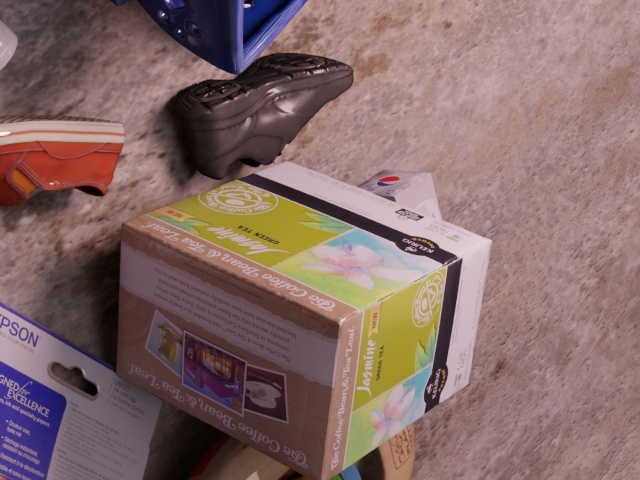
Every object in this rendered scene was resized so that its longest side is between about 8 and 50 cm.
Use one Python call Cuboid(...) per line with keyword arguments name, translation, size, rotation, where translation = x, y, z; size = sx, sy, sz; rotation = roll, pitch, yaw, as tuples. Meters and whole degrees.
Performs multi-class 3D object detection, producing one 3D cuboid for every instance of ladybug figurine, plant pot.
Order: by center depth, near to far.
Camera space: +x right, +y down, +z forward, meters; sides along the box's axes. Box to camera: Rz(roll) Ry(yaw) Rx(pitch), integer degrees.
Cuboid(name="plant pot", translation=(-0.122, -0.366, 1.411), size=(0.236, 0.212, 0.236), rotation=(-54, 160, -36))
Cuboid(name="ladybug figurine", translation=(-0.044, 0.345, 1.730), size=(0.449, 0.162, 0.305), rotation=(-32, 117, -38))

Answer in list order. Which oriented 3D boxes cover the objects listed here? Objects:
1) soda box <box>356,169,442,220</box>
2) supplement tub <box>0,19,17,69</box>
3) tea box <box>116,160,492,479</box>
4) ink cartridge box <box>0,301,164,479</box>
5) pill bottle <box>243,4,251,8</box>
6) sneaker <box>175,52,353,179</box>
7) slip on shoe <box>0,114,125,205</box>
Cuboid(name="soda box", translation=(0.137, 0.039, 1.921), size=(0.091, 0.098, 0.286), rotation=(-34, 118, -38))
Cuboid(name="supplement tub", translation=(-0.388, -0.231, 1.365), size=(0.107, 0.071, 0.071), rotation=(43, 65, -41))
Cuboid(name="tea box", translation=(-0.022, 0.082, 1.549), size=(0.323, 0.329, 0.220), rotation=(-27, 130, -48))
Cuboid(name="ink cartridge box", translation=(-0.334, 0.269, 1.474), size=(0.303, 0.072, 0.307), rotation=(39, 49, -41))
Cuboid(name="pill bottle", translation=(-0.108, -0.353, 1.608), size=(0.108, 0.108, 0.180), rotation=(16, 84, -46))
Cuboid(name="sneaker", translation=(-0.071, -0.170, 1.692), size=(0.286, 0.109, 0.130), rotation=(-24, 122, -34))
Cuboid(name="slip on shoe", translation=(-0.353, -0.086, 1.394), size=(0.331, 0.123, 0.101), rotation=(-6, 103, -50))
